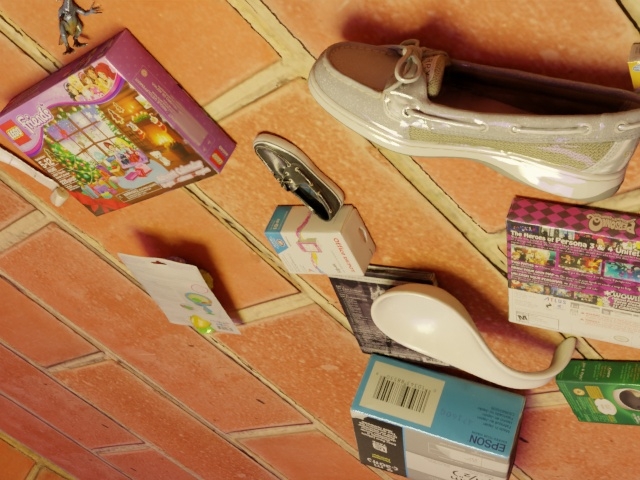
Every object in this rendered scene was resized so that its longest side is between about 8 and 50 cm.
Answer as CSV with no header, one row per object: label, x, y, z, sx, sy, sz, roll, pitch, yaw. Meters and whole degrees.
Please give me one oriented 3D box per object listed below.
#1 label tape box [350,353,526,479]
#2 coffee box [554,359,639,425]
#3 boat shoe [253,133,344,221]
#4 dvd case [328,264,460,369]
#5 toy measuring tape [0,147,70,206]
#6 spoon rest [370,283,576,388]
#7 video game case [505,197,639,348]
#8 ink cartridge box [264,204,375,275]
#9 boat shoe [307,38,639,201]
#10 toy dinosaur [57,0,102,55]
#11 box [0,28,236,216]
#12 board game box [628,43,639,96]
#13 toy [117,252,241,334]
label tape box,0.194,0.340,1.433,0.249,0.115,0.348,14,146,16
coffee box,0.427,0.210,1.178,0.184,0.040,0.113,-5,137,38
boat shoe,-0.029,-0.078,1.078,0.142,0.040,0.049,38,145,-18
dvd case,0.110,0.111,1.267,0.164,0.018,0.221,6,143,27
toy measuring tape,-0.541,-0.123,1.282,0.330,0.121,0.121,36,145,-15
spoon rest,0.200,0.131,1.156,0.276,0.084,0.137,17,145,-1
video game case,0.336,0.048,1.013,0.232,0.042,0.210,10,144,22
ink cartridge box,0.000,0.000,1.156,0.122,0.052,0.088,-1,138,32
boat shoe,0.145,-0.136,0.827,0.320,0.118,0.103,21,134,11
toy dinosaur,-0.300,-0.260,1.008,0.090,0.047,0.082,14,128,34
box,-0.278,-0.140,1.138,0.293,0.057,0.201,-14,130,44
board game box,0.361,-0.134,0.763,0.154,0.026,0.103,0,139,33
toy,-0.215,0.074,1.393,0.136,0.056,0.237,8,148,18
